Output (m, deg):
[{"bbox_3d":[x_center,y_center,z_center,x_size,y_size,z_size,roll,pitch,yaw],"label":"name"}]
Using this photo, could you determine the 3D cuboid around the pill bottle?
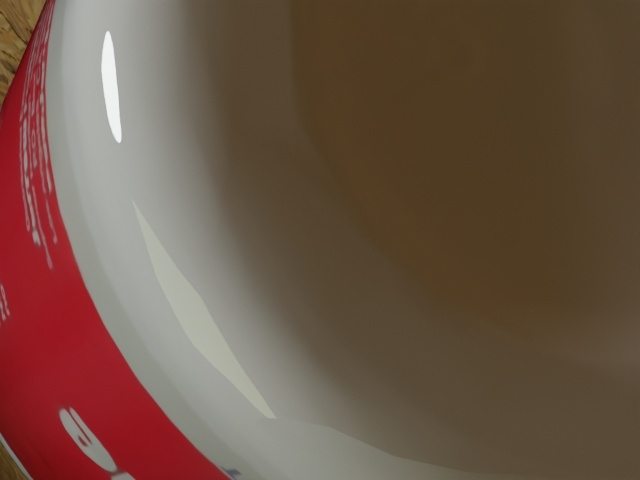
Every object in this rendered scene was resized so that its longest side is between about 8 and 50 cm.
[{"bbox_3d":[0.000,0.000,0.525,0.229,0.229,0.408,54,159,-1],"label":"pill bottle"}]
